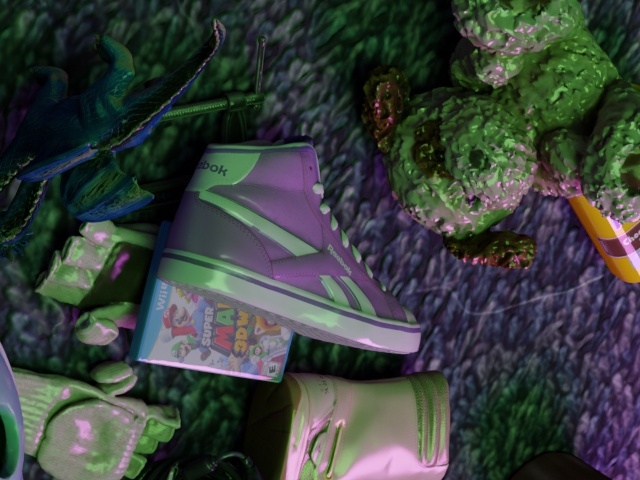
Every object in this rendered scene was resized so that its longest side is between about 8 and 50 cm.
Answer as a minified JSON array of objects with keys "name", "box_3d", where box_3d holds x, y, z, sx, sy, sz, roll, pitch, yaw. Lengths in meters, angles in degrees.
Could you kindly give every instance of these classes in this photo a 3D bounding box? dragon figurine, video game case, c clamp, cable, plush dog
[{"name":"dragon figurine","box_3d":[-0.171,-0.068,1.180,0.085,0.289,0.144,40,51,-41]},{"name":"video game case","box_3d":[-0.084,0.055,1.371,0.166,0.015,0.119,14,90,-43]},{"name":"c clamp","box_3d":[-0.116,-0.091,1.320,0.160,0.022,0.137,-19,126,-25]},{"name":"cable","box_3d":[-0.100,0.282,1.426,0.150,0.047,0.184,-19,98,18]},{"name":"plush dog","box_3d":[0.157,-0.102,1.410,0.225,0.210,0.262,-36,100,5]}]

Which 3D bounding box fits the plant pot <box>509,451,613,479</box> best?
[{"name":"plant pot","box_3d":[0.278,0.315,1.669,0.167,0.165,0.167,-14,119,-27]}]

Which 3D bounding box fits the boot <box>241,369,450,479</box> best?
[{"name":"boot","box_3d":[0.016,0.243,1.520,0.203,0.095,0.262,0,110,-34]}]

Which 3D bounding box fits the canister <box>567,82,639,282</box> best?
[{"name":"canister","box_3d":[0.305,-0.053,1.566,0.126,0.073,0.170,-43,129,-7]}]

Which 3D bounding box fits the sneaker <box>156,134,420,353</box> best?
[{"name":"sneaker","box_3d":[0.000,0.000,1.360,0.282,0.102,0.161,25,76,-42]}]

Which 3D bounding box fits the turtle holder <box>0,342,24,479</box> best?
[{"name":"turtle holder","box_3d":[-0.323,0.113,1.148,0.243,0.227,0.320,5,103,-30]}]

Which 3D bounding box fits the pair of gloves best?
[{"name":"pair of gloves","box_3d":[-0.179,0.100,1.358,0.204,0.042,0.240,26,98,-38]}]
